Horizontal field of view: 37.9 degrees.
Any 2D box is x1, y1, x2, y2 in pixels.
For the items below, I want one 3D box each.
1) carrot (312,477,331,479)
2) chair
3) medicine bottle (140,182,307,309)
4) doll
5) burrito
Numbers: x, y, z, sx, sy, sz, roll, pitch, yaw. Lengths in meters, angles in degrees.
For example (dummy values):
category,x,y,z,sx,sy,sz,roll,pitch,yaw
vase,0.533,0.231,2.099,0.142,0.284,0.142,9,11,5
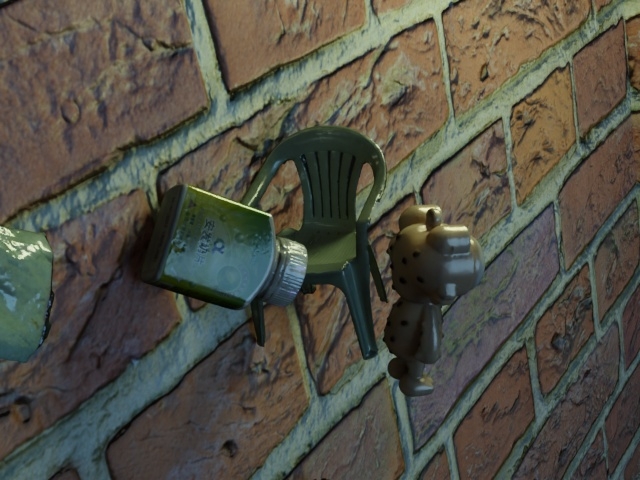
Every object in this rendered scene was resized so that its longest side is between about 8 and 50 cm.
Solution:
category,x,y,z,sx,sy,sz,roll,pitch,yaw
carrot,-0.054,0.464,1.406,0.263,0.102,0.102,-31,119,-47
chair,0.000,0.000,1.340,0.190,0.203,0.275,-56,145,-50
medicine bottle,-0.119,0.018,1.195,0.188,0.088,0.132,19,77,-22
doll,0.144,0.082,1.317,0.119,0.154,0.278,-2,124,-19
burrito,-0.369,0.039,0.919,0.229,0.089,0.144,23,62,-54
